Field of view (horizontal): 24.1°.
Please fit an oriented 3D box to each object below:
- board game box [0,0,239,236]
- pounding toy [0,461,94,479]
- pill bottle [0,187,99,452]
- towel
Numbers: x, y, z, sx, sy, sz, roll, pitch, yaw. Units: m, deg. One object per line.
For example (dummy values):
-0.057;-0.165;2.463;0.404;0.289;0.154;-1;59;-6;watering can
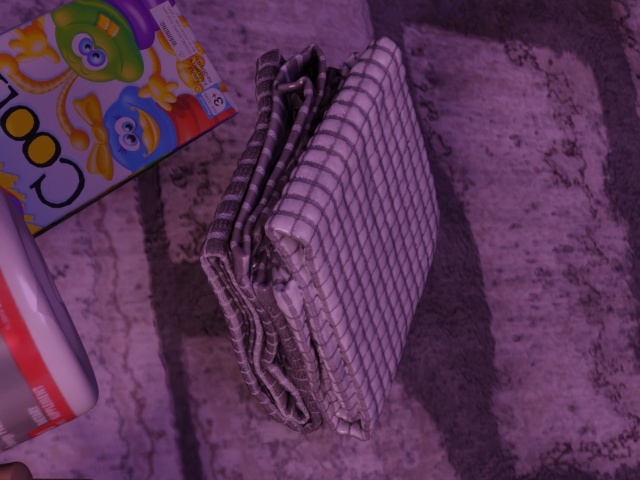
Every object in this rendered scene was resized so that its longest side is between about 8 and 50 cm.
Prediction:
-0.224;-0.082;1.158;0.275;0.144;0.142;-36;97;-41;board game box
-0.161;0.235;1.072;0.206;0.094;0.181;61;31;-28;pounding toy
-0.298;0.091;0.941;0.283;0.161;0.161;-25;90;-6;pill bottle
0.000;0.000;1.260;0.284;0.121;0.235;69;35;-49;towel
